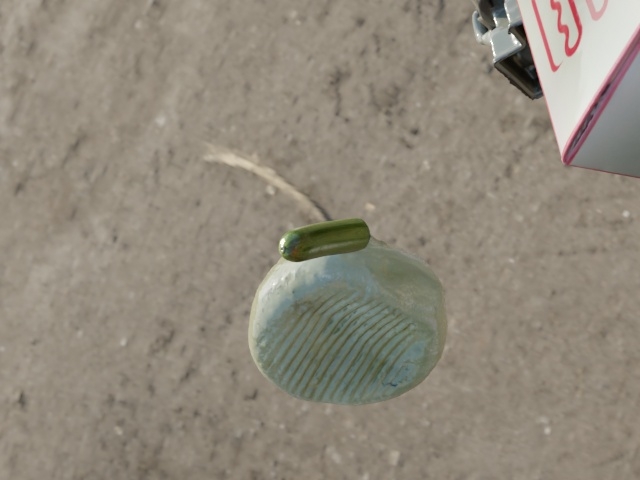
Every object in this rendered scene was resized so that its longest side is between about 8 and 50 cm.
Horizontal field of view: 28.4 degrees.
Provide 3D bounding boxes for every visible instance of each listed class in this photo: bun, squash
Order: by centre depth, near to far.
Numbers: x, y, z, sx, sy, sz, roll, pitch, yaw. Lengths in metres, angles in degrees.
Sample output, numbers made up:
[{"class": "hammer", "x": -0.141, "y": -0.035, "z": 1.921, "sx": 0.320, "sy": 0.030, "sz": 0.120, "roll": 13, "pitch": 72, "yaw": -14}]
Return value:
[{"class": "squash", "x": 0.000, "y": 0.000, "z": 0.947, "sx": 0.027, "sy": 0.083, "sz": 0.028, "roll": 8, "pitch": 102, "yaw": 43}, {"class": "bun", "x": 0.031, "y": 0.077, "z": 1.389, "sx": 0.231, "sy": 0.231, "sz": 0.133, "roll": -38, "pitch": 28, "yaw": 29}]

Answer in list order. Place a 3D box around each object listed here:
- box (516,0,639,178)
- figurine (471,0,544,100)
[{"class": "box", "x": 0.384, "y": -0.247, "z": 1.160, "sx": 0.300, "sy": 0.314, "sz": 0.312, "roll": 115, "pitch": 158, "yaw": -44}, {"class": "figurine", "x": 0.241, "y": -0.340, "z": 1.552, "sx": 0.308, "sy": 0.143, "sz": 0.309, "roll": -10, "pitch": 79, "yaw": 59}]
